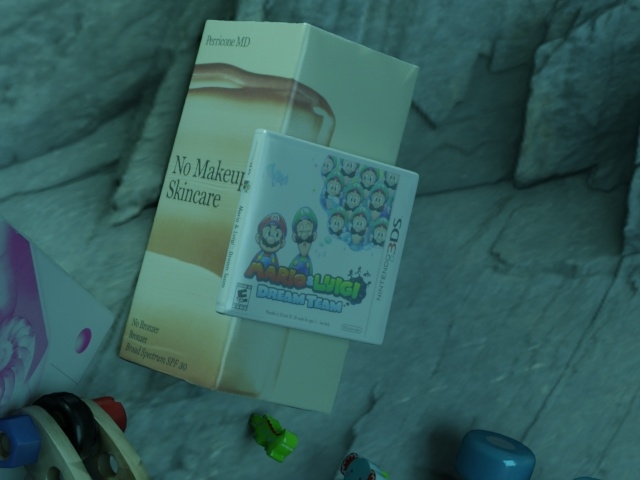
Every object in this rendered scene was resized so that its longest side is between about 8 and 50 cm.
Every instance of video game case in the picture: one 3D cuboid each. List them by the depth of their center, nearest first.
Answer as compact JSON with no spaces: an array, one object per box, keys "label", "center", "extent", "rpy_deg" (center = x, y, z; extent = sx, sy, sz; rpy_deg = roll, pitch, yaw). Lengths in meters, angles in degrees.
[{"label":"video game case","center":[0.000,0.000,1.250],"extent":[0.157,0.019,0.143],"rpy_deg":[14,88,-36]}]

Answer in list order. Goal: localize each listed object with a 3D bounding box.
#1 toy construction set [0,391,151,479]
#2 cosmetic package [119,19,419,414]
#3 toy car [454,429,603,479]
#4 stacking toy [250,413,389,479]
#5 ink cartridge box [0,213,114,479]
[{"label":"toy construction set","center":[-0.121,0.271,1.192],"extent":[0.309,0.237,0.257],"rpy_deg":[31,80,-57]},{"label":"cosmetic package","center":[-0.044,-0.022,1.319],"extent":[0.129,0.153,0.296],"rpy_deg":[17,85,-38]},{"label":"toy car","center":[0.217,0.307,1.572],"extent":[0.238,0.210,0.219],"rpy_deg":[-5,115,-65]},{"label":"stacking toy","center":[0.051,0.225,1.385],"extent":[0.167,0.221,0.052],"rpy_deg":[34,92,-37]},{"label":"ink cartridge box","center":[-0.302,0.127,1.111],"extent":[0.324,0.071,0.330],"rpy_deg":[-61,156,-12]}]
